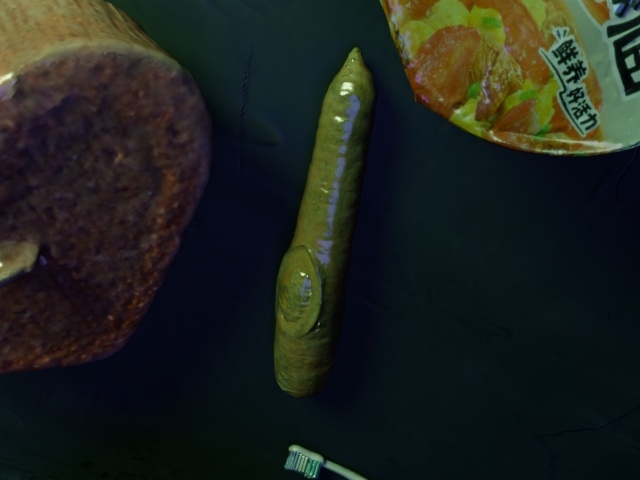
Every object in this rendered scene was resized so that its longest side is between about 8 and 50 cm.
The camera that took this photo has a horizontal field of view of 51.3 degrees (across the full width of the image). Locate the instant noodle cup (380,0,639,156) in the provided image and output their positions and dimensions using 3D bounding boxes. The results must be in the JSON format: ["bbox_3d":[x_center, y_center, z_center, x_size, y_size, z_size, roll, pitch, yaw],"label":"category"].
[{"bbox_3d":[0.143,-0.208,0.429,0.264,0.200,0.264,-4,119,-7],"label":"instant noodle cup"}]

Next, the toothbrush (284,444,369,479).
[{"bbox_3d":[0.082,0.312,0.802,0.304,0.030,0.030,32,110,-24],"label":"toothbrush"}]

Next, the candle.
[{"bbox_3d":[-0.220,-0.002,0.481,0.317,0.131,0.287,-29,142,-15],"label":"candle"}]

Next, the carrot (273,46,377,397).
[{"bbox_3d":[0.001,0.000,0.602,0.070,0.070,0.342,4,116,-10],"label":"carrot"}]
